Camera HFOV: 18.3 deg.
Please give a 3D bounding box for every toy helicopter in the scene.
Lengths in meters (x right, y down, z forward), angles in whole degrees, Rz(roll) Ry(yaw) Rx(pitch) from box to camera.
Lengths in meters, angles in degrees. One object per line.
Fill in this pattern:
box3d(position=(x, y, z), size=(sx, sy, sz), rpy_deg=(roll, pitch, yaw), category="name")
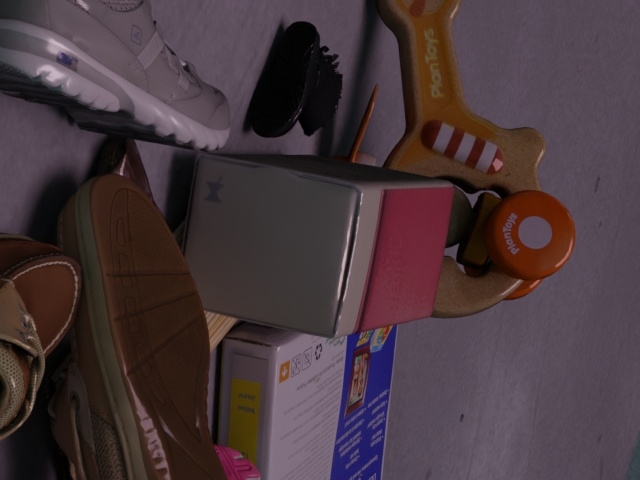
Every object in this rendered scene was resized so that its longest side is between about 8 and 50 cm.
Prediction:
box3d(position=(0.096, -0.100, 1.892), size=(0.140, 0.235, 0.355), rpy_deg=(120, -37, -78), category="toy helicopter")

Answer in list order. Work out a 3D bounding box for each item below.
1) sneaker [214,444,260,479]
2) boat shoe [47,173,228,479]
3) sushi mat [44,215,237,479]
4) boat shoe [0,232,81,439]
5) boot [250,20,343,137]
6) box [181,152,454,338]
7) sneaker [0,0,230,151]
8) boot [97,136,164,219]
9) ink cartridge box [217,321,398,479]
box3d(position=(-0.104, 0.300, 1.687), size=(0.103, 0.111, 0.252), rpy_deg=(14, 66, -30), category="sneaker")
box3d(position=(-0.146, 0.125, 1.426), size=(0.121, 0.110, 0.341), rpy_deg=(-8, 86, -62), category="boat shoe")
box3d(position=(-0.130, 0.078, 1.605), size=(0.316, 0.019, 0.151), rpy_deg=(-53, 146, -47), category="sushi mat")
box3d(position=(-0.231, 0.086, 1.224), size=(0.324, 0.120, 0.122), rpy_deg=(-37, 134, -59), category="boat shoe")
box3d(position=(-0.019, -0.125, 1.751), size=(0.099, 0.045, 0.121), rpy_deg=(64, 42, -61), category="boot")
box3d(position=(0.000, 0.000, 1.661), size=(0.232, 0.148, 0.127), rpy_deg=(-6, 107, -67), category="box")
box3d(position=(-0.133, -0.134, 1.379), size=(0.281, 0.105, 0.115), rpy_deg=(24, 78, -67), category="sneaker")
box3d(position=(-0.149, -0.011, 1.489), size=(0.114, 0.037, 0.106), rpy_deg=(78, 18, -51), category="boot")
box3d(position=(-0.012, 0.198, 1.894), size=(0.303, 0.072, 0.307), rpy_deg=(-31, 130, -63), category="ink cartridge box")
